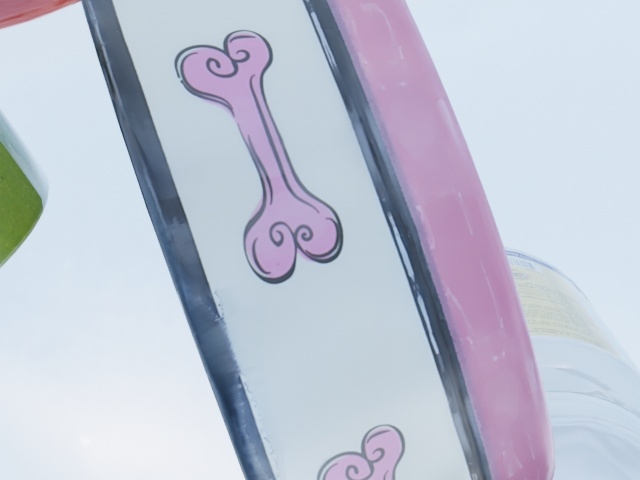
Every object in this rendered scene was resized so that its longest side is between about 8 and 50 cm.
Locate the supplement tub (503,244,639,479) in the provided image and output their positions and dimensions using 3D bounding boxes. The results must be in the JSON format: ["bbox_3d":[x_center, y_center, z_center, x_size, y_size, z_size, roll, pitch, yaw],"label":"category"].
[{"bbox_3d":[0.140,0.159,1.348,0.241,0.241,0.331,39,-170,-16],"label":"supplement tub"}]

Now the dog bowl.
[{"bbox_3d":[0.000,0.000,0.964,0.150,0.408,0.408,-19,140,-1],"label":"dog bowl"}]

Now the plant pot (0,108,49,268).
[{"bbox_3d":[-0.341,-0.098,0.996,0.275,0.275,0.293,0,124,41],"label":"plant pot"}]

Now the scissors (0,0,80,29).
[{"bbox_3d":[-0.015,-0.138,0.615,0.297,0.109,0.021,-11,137,22],"label":"scissors"}]
